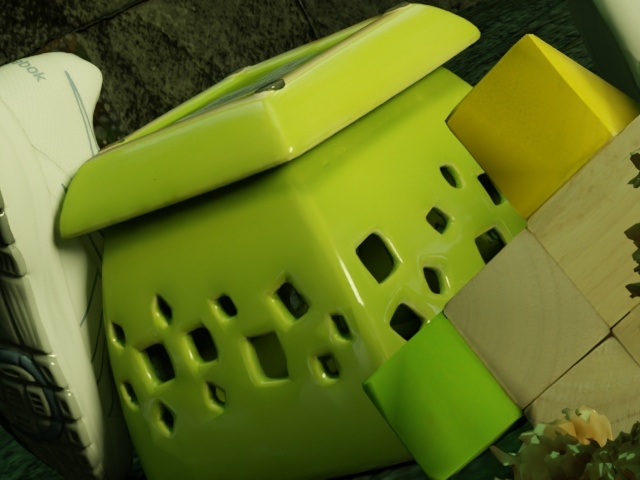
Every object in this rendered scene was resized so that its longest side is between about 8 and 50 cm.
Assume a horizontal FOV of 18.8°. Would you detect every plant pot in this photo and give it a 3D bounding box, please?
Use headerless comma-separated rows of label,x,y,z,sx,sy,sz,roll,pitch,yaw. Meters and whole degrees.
plant pot,0.000,0.000,1.117,0.228,0.207,0.227,-16,13,43

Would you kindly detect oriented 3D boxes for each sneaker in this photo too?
sneaker,-0.150,0.024,1.177,0.111,0.297,0.129,20,40,40

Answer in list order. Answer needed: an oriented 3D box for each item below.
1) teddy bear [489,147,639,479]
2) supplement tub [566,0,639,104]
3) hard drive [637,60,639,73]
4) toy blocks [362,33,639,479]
teddy bear,0.149,0.036,0.390,0.245,0.338,0.113,35,42,31
supplement tub,0.308,-0.167,1.234,0.272,0.191,0.191,-26,9,3
hard drive,0.352,-0.149,0.916,0.353,0.047,0.233,-13,-17,-16
toy blocks,0.224,-0.049,0.725,0.381,0.191,0.261,-46,-15,30
